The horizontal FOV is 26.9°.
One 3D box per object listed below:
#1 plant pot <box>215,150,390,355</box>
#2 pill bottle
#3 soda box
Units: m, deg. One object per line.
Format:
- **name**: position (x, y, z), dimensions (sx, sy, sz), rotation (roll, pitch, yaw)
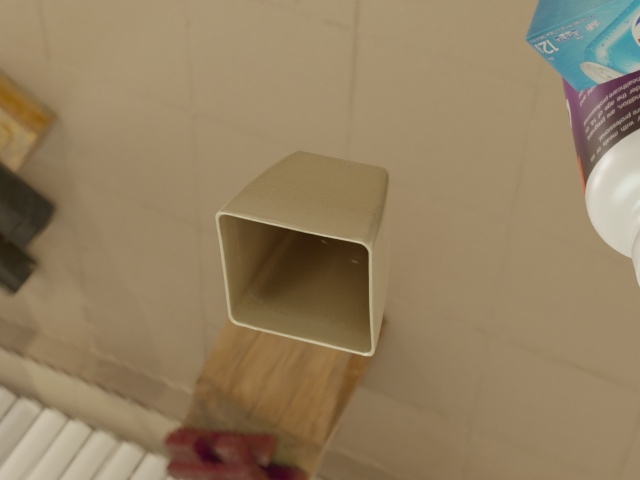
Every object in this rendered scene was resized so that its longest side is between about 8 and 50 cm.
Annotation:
- **plant pot**: position (0.000, 0.000, 0.931), dimensions (0.109, 0.096, 0.109), rotation (12, 135, 16)
- **pill bottle**: position (0.308, -0.107, 1.161), dimensions (0.181, 0.323, 0.181), rotation (-1, 143, -1)
- **soda box**: position (0.246, -0.176, 0.930), dimensions (0.067, 0.071, 0.210), rotation (39, 147, -25)
